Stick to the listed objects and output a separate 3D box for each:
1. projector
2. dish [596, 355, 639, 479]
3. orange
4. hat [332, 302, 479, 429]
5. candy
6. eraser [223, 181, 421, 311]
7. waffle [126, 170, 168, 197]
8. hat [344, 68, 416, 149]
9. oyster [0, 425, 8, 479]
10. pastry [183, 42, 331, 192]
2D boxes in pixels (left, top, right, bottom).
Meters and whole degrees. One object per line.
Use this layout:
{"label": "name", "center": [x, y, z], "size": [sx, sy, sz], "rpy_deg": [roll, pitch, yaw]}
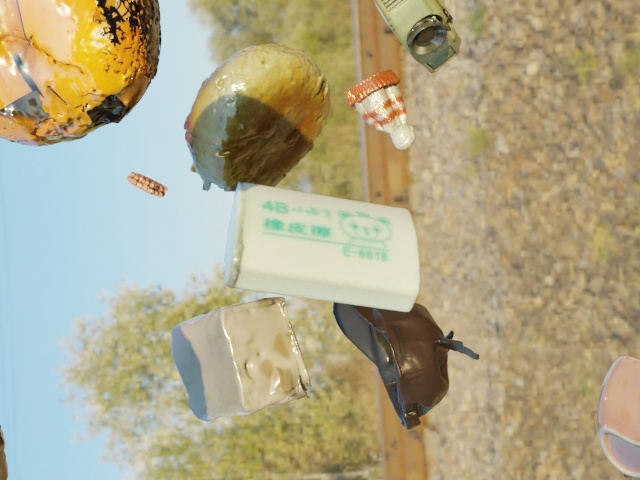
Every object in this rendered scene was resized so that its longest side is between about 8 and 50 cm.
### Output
{"label": "projector", "center": [0.132, -0.377, 1.522], "size": [0.269, 0.088, 0.193], "rpy_deg": [36, -156, -55]}
{"label": "dish", "center": [0.425, 0.252, 1.227], "size": [0.213, 0.090, 0.213], "rpy_deg": [41, 159, 19]}
{"label": "orange", "center": [-0.274, -0.209, 0.974], "size": [0.182, 0.235, 0.234], "rpy_deg": [-77, -15, -64]}
{"label": "hat", "center": [0.179, 0.185, 1.985], "size": [0.336, 0.209, 0.238], "rpy_deg": [59, 168, 16]}
{"label": "candy", "center": [-0.125, 0.190, 1.534], "size": [0.195, 0.137, 0.184], "rpy_deg": [-20, 85, 51]}
{"label": "eraser", "center": [0.001, 0.010, 1.525], "size": [0.189, 0.290, 0.104], "rpy_deg": [-95, 18, -48]}
{"label": "waffle", "center": [-0.343, -0.111, 1.942], "size": [0.075, 0.083, 0.029], "rpy_deg": [24, -86, -49]}
{"label": "hat", "center": [0.131, -0.249, 1.932], "size": [0.162, 0.112, 0.093], "rpy_deg": [61, 175, 2]}
{"label": "oyster", "center": [-0.350, 0.235, 0.912], "size": [0.100, 0.271, 0.275], "rpy_deg": [-31, -89, -46]}
{"label": "pastry", "center": [-0.116, -0.236, 1.891], "size": [0.136, 0.330, 0.329], "rpy_deg": [41, 155, 27]}
